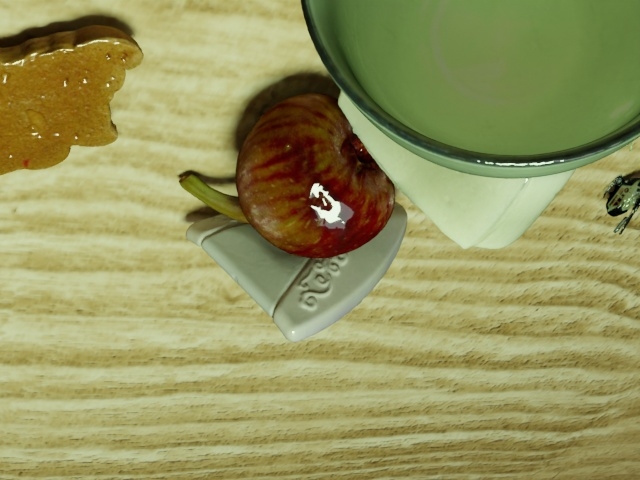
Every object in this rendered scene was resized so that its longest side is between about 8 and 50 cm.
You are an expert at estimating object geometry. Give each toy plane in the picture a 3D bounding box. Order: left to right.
[{"bbox_3d":[0.407,-0.067,1.601,0.031,0.049,0.121,19,113,-43],"label":"toy plane"}]

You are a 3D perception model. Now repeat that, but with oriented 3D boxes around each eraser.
[{"bbox_3d":[0.000,-0.001,1.401,0.243,0.204,0.059,-25,139,-31],"label":"eraser"}]

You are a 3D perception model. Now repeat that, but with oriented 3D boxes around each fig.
[{"bbox_3d":[-0.026,-0.053,1.320,0.175,0.175,0.207,16,143,-41],"label":"fig"}]

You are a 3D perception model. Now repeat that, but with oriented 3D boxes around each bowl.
[{"bbox_3d":[0.163,-0.205,1.065,0.353,0.354,0.185,-20,165,1],"label":"bowl"}]

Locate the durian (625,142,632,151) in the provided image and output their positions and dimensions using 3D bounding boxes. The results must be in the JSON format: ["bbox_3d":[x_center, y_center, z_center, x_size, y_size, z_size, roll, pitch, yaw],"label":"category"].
[{"bbox_3d":[0.341,-0.272,1.177,0.157,0.169,0.355,8,136,-37],"label":"durian"}]

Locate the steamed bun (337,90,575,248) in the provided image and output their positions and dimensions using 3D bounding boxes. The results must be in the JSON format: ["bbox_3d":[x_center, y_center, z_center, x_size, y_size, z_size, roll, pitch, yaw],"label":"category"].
[{"bbox_3d":[0.150,-0.120,1.248,0.164,0.242,0.146,-25,160,-47],"label":"steamed bun"}]

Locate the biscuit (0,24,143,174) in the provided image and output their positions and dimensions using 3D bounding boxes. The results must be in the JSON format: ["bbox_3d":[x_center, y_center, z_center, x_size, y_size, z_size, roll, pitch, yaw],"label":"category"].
[{"bbox_3d":[-0.290,-0.123,1.184,0.280,0.043,0.183,-27,142,18],"label":"biscuit"}]
